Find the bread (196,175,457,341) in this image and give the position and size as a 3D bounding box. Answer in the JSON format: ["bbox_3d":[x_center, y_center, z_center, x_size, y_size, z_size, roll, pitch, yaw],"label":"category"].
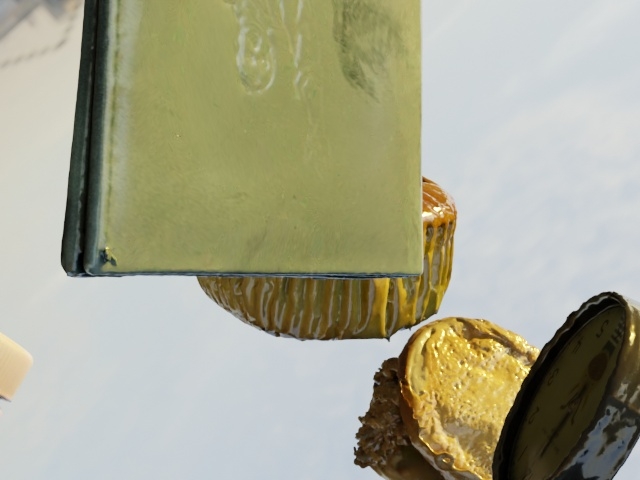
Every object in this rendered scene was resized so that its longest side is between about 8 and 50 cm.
[{"bbox_3d":[0.000,0.000,1.658,0.227,0.142,0.253,-5,-166,-32],"label":"bread"}]

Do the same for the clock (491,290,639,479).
[{"bbox_3d":[0.188,0.122,1.281,0.184,0.040,0.184,-58,-170,16],"label":"clock"}]

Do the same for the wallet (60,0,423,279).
[{"bbox_3d":[-0.034,-0.100,1.004,0.054,0.251,0.290,1,178,39],"label":"wallet"}]

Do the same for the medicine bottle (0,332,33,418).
[{"bbox_3d":[-0.379,0.126,1.302,0.241,0.252,0.252,-59,-163,-11],"label":"medicine bottle"}]

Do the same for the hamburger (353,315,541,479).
[{"bbox_3d":[0.179,0.221,2.168,0.286,0.243,0.146,-17,153,-27],"label":"hamburger"}]
